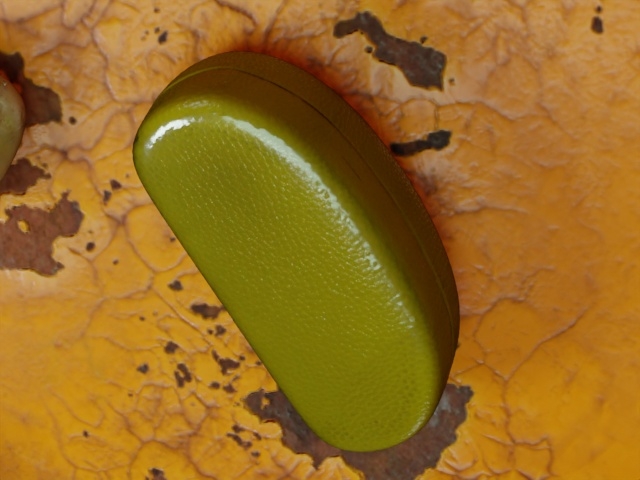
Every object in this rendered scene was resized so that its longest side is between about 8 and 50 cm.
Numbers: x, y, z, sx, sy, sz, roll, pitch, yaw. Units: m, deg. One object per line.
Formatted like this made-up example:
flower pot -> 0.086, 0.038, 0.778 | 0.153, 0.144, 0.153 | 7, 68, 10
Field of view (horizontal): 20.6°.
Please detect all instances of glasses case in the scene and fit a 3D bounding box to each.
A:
glasses case -> 0.000, 0.000, 1.525 | 0.173, 0.141, 0.371 | -23, 112, 28

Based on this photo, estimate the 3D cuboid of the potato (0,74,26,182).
potato -> -0.329, -0.081, 1.524 | 0.118, 0.109, 0.178 | 38, 107, 10
